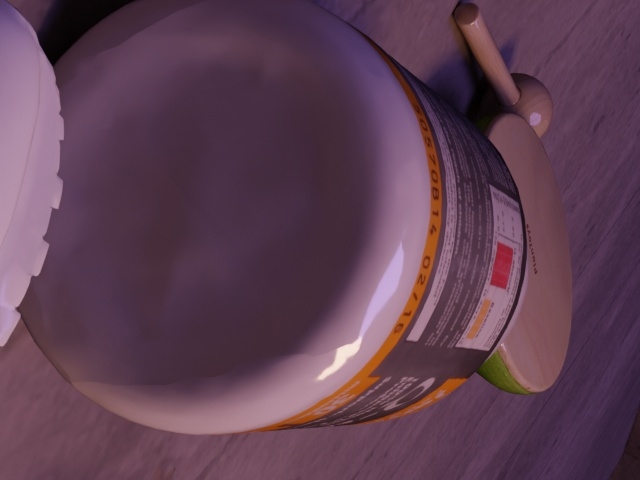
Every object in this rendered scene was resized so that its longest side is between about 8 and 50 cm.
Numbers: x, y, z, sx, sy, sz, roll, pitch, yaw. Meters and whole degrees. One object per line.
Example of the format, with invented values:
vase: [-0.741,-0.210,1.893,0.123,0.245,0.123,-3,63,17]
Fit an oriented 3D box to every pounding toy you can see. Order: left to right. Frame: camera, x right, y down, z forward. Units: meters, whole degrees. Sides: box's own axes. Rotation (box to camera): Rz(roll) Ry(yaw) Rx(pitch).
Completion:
pounding toy: [0.087,-0.013,0.927,0.183,0.110,0.237,26,60,-59]

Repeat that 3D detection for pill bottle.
pill bottle: [0.000,0.000,0.597,0.162,0.162,0.278,-65,160,3]

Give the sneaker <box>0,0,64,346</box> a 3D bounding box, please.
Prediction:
sneaker: [-0.154,0.021,0.361,0.235,0.090,0.095,-60,150,-15]
